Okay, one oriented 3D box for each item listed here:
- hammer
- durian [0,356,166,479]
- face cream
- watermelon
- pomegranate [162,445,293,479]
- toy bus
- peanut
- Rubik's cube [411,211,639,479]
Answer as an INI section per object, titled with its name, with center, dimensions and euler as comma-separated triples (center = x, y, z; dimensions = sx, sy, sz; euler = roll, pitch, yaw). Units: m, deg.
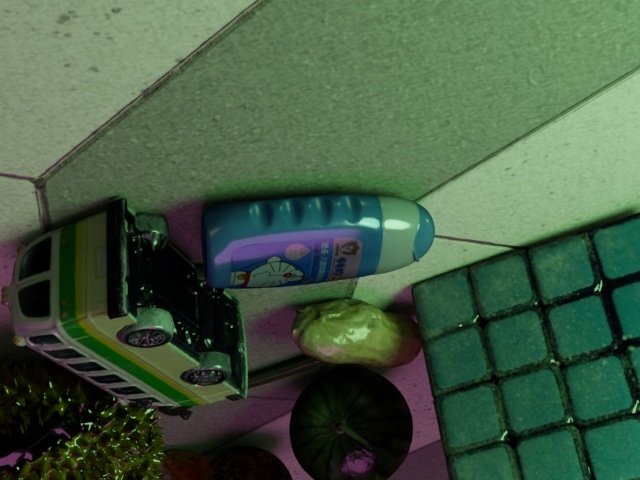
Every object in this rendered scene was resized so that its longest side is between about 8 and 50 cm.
[hammer]
center = -0.107, 0.210, 1.579
dimensions = 0.297, 0.027, 0.125
euler = -19, 154, 15
[durian]
center = -0.394, 0.313, 1.383
dimensions = 0.385, 0.347, 0.347
euler = 0, 153, 15
[face cream]
center = 0.000, 0.000, 1.195
dimensions = 0.264, 0.083, 0.149
euler = -5, 153, -10
[watermelon]
center = 0.042, 0.282, 1.584
dimensions = 0.188, 0.188, 0.215
euler = -18, 164, 14
[pomegranate]
center = -0.167, 0.432, 1.812
dimensions = 0.248, 0.214, 0.214
euler = 37, 137, -4
[toy bus]
center = -0.215, 0.096, 1.234
dimensions = 0.179, 0.143, 0.305
euler = -17, 150, 16
[peanut]
center = 0.056, 0.130, 1.427
dimensions = 0.214, 0.099, 0.099
euler = 20, 138, -39
[Rubik's cube]
center = 0.353, 0.209, 1.410
dimensions = 0.337, 0.344, 0.344
euler = -21, 150, 17
